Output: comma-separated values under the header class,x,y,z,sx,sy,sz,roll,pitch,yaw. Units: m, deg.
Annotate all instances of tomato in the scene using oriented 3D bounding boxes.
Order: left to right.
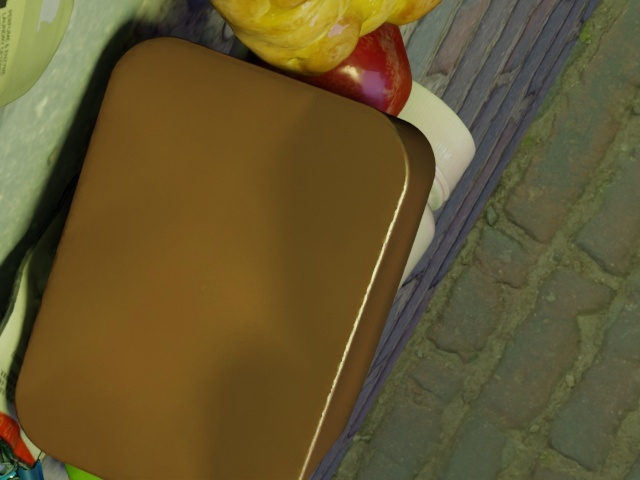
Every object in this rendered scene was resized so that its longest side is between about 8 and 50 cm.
class,x,y,z,sx,sy,sz,roll,pitch,yaw
tomato,0.017,-0.170,1.250,0.187,0.151,0.187,-55,163,-26

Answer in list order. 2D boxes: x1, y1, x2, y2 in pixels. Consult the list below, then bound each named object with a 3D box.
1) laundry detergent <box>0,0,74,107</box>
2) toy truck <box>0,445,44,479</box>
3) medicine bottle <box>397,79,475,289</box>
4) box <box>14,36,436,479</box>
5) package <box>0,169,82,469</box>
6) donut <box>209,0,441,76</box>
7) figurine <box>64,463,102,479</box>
class,x,y,z,sx,sy,sz,roll,pitch,yaw
laundry detergent,-0.209,-0.124,0.652,0.253,0.091,0.181,-43,155,-48
toy truck,-0.303,0.238,1.048,0.126,0.113,0.208,-28,157,15
medicine bottle,0.000,0.000,1.431,0.378,0.213,0.213,-54,166,-15
box,-0.061,0.027,1.049,0.229,0.239,0.339,-18,128,-75
package,-0.224,0.063,1.058,0.166,0.040,0.232,76,32,-60
donut,0.019,-0.270,0.897,0.299,0.150,0.317,-23,150,-38
figurine,-0.200,0.182,1.321,0.162,0.143,0.263,-36,173,-40
